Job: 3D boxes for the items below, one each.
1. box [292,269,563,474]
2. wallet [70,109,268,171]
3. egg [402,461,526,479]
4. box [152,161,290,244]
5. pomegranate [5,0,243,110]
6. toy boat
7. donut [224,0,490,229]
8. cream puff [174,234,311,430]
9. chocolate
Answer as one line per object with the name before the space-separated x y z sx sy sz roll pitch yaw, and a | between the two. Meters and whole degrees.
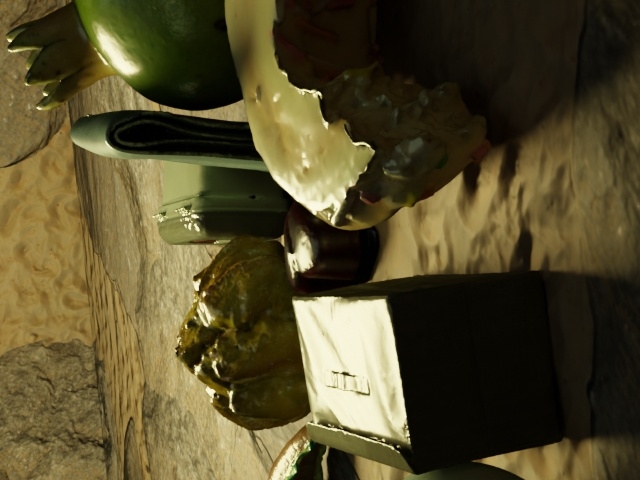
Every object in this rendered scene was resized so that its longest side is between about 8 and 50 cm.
box | 0.085 0.112 1.033 0.231 0.156 0.148 172 90 -69
wallet | -0.127 -0.111 1.303 0.251 0.291 0.054 -170 84 -67
egg | 0.145 0.301 0.918 0.264 0.183 0.182 56 148 28
box | -0.136 -0.061 1.536 0.210 0.148 0.129 174 96 -66
pomegranate | -0.170 -0.240 1.304 0.216 0.359 0.310 60 180 -2
toy boat | -0.022 0.337 1.473 0.099 0.108 0.292 16 112 29
donut | 0.027 -0.193 1.054 0.307 0.150 0.370 -16 82 61
cream puff | -0.080 0.122 1.443 0.244 0.196 0.244 57 177 5
chocolate | 0.000 0.000 1.304 0.148 0.080 0.125 132 126 -64
